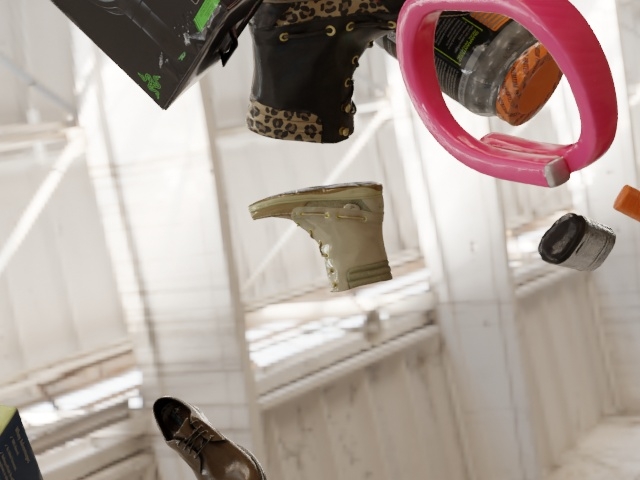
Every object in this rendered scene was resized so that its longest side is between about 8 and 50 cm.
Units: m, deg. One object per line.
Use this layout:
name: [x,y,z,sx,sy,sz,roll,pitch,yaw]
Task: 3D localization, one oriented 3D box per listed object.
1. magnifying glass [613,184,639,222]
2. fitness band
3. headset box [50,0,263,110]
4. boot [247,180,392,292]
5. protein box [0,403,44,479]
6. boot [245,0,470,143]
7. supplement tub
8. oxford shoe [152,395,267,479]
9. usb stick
magnifying glass: [0.410,0.005,1.264,0.092,0.231,0.026,-62,9,14]
fitness band: [0.175,-0.161,1.210,0.054,0.291,0.209,-30,-66,-22]
headset box: [-0.197,-0.324,1.436,0.283,0.246,0.131,44,-123,-3]
boot: [0.000,0.000,1.872,0.077,0.213,0.165,-47,-50,-77]
protein box: [-0.439,0.323,1.437,0.201,0.135,0.200,-64,-24,-45]
boot: [0.053,-0.306,1.959,0.138,0.377,0.284,-118,30,-51]
supplement tub: [0.250,-0.340,2.076,0.193,0.316,0.194,-37,-29,-24]
oxford shoe: [-0.169,0.302,1.745,0.083,0.227,0.096,-52,-34,-8]
usb stick: [0.347,0.005,1.633,0.045,0.077,0.278,44,-168,19]
